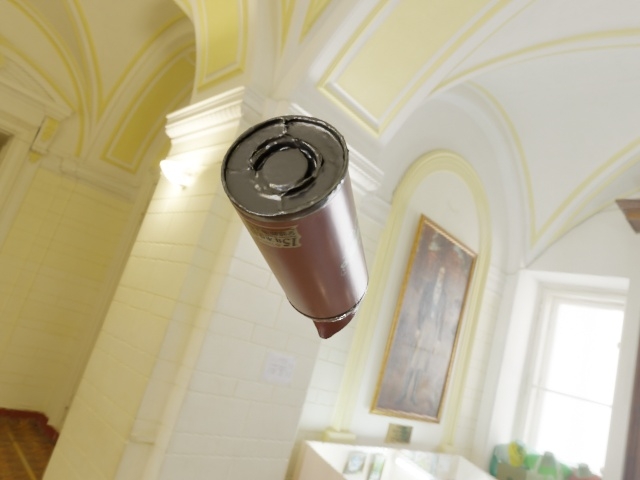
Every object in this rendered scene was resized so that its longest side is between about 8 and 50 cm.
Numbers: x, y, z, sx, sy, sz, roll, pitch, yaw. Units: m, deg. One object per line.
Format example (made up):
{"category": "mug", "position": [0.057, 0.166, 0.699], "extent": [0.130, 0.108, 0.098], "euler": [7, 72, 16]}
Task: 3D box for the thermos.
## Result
{"category": "thermos", "position": [-0.007, 0.005, 0.526], "extent": [0.110, 0.136, 0.330], "euler": [-17, -32, 1]}
